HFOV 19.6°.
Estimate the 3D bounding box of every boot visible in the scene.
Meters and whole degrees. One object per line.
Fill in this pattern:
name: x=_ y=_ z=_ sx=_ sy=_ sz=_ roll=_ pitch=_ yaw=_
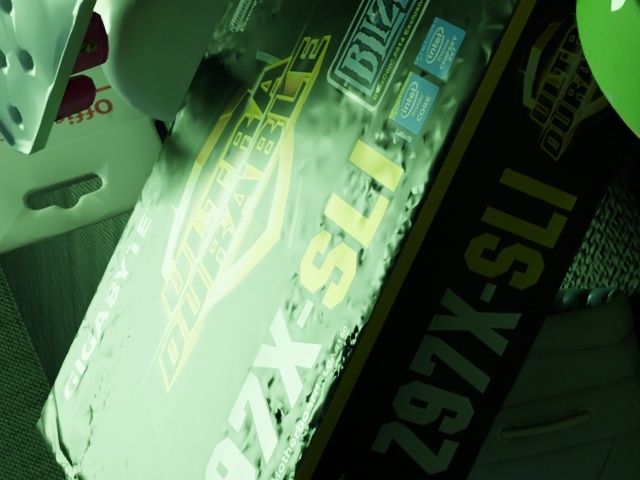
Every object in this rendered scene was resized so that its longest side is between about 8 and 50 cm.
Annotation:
boot: x=0.037 y=0.073 z=0.882 sx=0.095 sy=0.258 sz=0.123 roll=-33 pitch=-63 yaw=-60

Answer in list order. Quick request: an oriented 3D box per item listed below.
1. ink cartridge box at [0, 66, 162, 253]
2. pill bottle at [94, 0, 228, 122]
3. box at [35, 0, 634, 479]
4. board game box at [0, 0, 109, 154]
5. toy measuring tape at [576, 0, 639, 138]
ink cartridge box: x=-0.281 y=-0.149 z=1.659 sx=0.119 sy=0.207 sz=0.353 roll=119 pitch=130 yaw=-68
pill bottle: x=-0.096 y=-0.208 z=1.057 sx=0.153 sy=0.153 sz=0.264 roll=94 pitch=152 yaw=-55
box: x=0.000 y=0.000 z=0.793 sx=0.322 sy=0.079 sz=0.257 roll=-65 pitch=29 yaw=9
board game box: x=-0.183 y=-0.295 z=0.851 sx=0.390 sy=0.050 sz=0.390 roll=53 pitch=145 yaw=16
toy measuring tape: x=0.156 y=-0.019 z=0.495 sx=0.121 sy=0.121 sz=0.330 roll=102 pitch=146 yaw=-62
